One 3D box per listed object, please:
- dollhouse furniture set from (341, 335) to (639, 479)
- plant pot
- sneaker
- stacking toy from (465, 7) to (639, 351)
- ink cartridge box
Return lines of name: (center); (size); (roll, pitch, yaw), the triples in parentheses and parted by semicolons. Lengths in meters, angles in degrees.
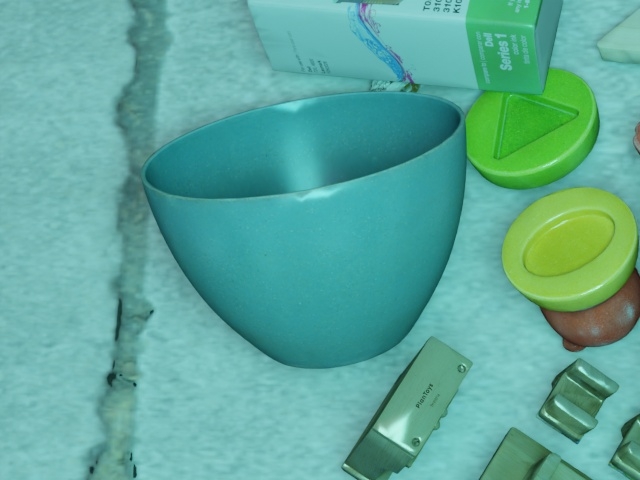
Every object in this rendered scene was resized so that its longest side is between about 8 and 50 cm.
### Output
dollhouse furniture set: (0.157, 0.208, 1.307); (0.242, 0.161, 0.212); (34, 70, 4)
plant pot: (0.000, 0.000, 1.353); (0.290, 0.290, 0.196); (-5, 111, 14)
sneaker: (0.059, -0.142, 1.479); (0.083, 0.032, 0.037); (-37, 56, -1)
stacking toy: (0.293, -0.059, 1.378); (0.309, 0.130, 0.279); (-30, 44, 3)
ink cartridge box: (0.091, -0.263, 1.430); (0.278, 0.117, 0.201); (7, 64, 17)
